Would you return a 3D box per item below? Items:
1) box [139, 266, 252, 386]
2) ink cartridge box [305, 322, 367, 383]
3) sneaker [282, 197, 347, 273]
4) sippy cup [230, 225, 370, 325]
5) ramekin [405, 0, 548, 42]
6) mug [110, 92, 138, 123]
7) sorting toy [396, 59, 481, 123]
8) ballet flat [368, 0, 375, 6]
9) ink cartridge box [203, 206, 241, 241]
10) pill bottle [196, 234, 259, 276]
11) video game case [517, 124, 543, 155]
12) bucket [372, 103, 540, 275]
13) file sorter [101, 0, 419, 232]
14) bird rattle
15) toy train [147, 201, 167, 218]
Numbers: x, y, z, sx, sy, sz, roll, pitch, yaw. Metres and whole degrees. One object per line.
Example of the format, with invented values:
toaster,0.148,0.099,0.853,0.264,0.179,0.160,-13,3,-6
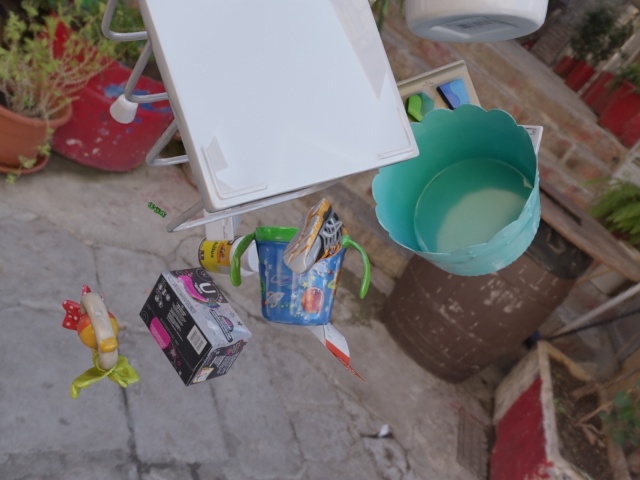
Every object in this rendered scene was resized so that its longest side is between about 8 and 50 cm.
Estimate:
box,-0.317,0.211,1.525,0.247,0.163,0.142,48,30,24
ink cartridge box,0.037,0.268,1.607,0.232,0.066,0.189,35,-8,33
sneaker,0.000,0.000,1.065,0.083,0.084,0.215,46,31,-12
sippy cup,-0.052,0.088,1.452,0.239,0.224,0.305,8,-5,-40
ramekin,0.284,-0.455,1.101,0.276,0.135,0.277,1,7,0
mug,-0.491,-0.343,1.506,0.062,0.064,0.078,-25,86,-39
sorting toy,0.241,-0.267,1.399,0.041,0.307,0.229,-166,-125,-79
ballet flat,0.060,-0.528,1.268,0.280,0.095,0.096,-32,94,-23
ink cartridge box,-0.223,-0.071,1.364,0.063,0.109,0.150,-3,17,1
pill bottle,-0.255,0.043,1.754,0.214,0.118,0.117,3,-3,40
video game case,0.497,-0.236,1.594,0.157,0.143,0.019,12,-2,38
bucket,0.245,-0.077,1.042,0.281,0.281,0.183,54,9,31
file sorter,-0.077,-0.163,0.529,0.192,0.173,0.278,-18,89,-30
bird rattle,-0.467,0.193,1.276,0.143,0.207,0.254,-5,59,-28
toy train,-0.533,-0.098,1.964,0.083,0.024,0.017,34,44,18
